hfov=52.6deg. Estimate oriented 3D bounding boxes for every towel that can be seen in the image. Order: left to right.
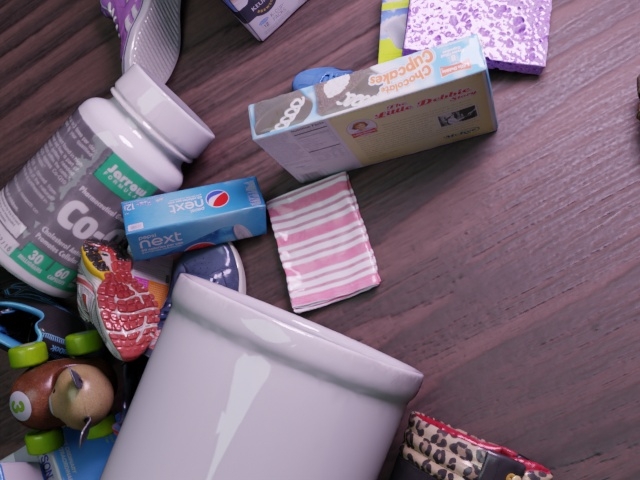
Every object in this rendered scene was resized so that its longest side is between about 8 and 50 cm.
[{"bbox_3d":[0.000,0.000,0.995,0.144,0.029,0.197,-21,70,13],"label":"towel"}]

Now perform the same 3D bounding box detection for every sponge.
[{"bbox_3d":[0.231,-0.318,0.965,0.210,0.031,0.117,9,78,5],"label":"sponge"}]

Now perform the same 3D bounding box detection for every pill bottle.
[{"bbox_3d":[-0.357,-0.099,1.054,0.361,0.204,0.204,-46,66,4],"label":"pill bottle"}]

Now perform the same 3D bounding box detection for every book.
[{"bbox_3d":[-0.283,0.089,1.035,0.035,0.096,0.144,2,76,23],"label":"book"}]

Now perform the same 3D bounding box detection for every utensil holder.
[{"bbox_3d":[-0.094,0.278,0.793,0.327,0.327,0.386,20,84,23],"label":"utensil holder"}]

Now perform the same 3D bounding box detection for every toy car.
[{"bbox_3d":[-0.345,0.217,0.884,0.148,0.188,0.155,-11,93,-25],"label":"toy car"}]

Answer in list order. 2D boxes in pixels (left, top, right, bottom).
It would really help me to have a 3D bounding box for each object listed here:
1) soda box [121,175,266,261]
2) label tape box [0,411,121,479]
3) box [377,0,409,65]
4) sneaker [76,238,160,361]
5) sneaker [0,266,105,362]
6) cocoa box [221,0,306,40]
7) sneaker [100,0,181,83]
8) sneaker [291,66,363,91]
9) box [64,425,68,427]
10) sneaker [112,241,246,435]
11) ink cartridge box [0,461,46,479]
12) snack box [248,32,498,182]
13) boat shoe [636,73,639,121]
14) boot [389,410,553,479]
[{"bbox_3d":[-0.191,-0.034,0.997,0.210,0.071,0.067,-12,53,-12],"label":"soda box"},{"bbox_3d":[-0.389,0.427,0.976,0.347,0.115,0.249,-33,67,11],"label":"label tape box"},{"bbox_3d":[0.151,-0.347,1.026,0.108,0.042,0.178,0,77,19],"label":"box"},{"bbox_3d":[-0.298,0.094,0.936,0.225,0.088,0.093,53,125,45],"label":"sneaker"},{"bbox_3d":[-0.514,0.113,1.084,0.340,0.139,0.125,17,80,28],"label":"sneaker"},{"bbox_3d":[-0.156,-0.567,1.093,0.231,0.228,0.347,-41,66,6],"label":"cocoa box"},{"bbox_3d":[-0.344,-0.392,1.198,0.161,0.102,0.282,-2,73,33],"label":"sneaker"},{"bbox_3d":[0.040,-0.244,1.018,0.209,0.082,0.069,18,84,25],"label":"sneaker"},{"bbox_3d":[-0.408,0.269,1.075,0.067,0.018,0.083,-46,66,3],"label":"box"},{"bbox_3d":[-0.212,0.141,0.963,0.131,0.148,0.350,3,72,22],"label":"sneaker"},{"bbox_3d":[-0.478,0.423,0.901,0.203,0.086,0.148,-32,66,10],"label":"ink cartridge box"},{"bbox_3d":[0.082,-0.175,0.926,0.321,0.187,0.060,-14,72,16],"label":"snack box"},{"bbox_3d":[0.563,-0.173,0.804,0.307,0.110,0.105,-4,78,29],"label":"boat shoe"},{"bbox_3d":[0.206,0.399,0.758,0.377,0.138,0.284,19,83,32],"label":"boot"}]
